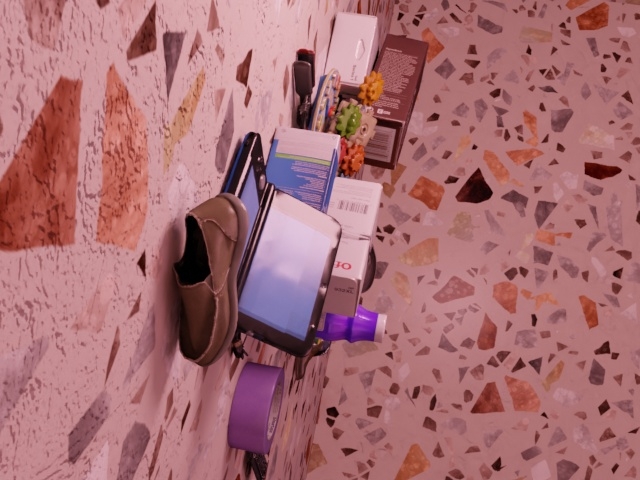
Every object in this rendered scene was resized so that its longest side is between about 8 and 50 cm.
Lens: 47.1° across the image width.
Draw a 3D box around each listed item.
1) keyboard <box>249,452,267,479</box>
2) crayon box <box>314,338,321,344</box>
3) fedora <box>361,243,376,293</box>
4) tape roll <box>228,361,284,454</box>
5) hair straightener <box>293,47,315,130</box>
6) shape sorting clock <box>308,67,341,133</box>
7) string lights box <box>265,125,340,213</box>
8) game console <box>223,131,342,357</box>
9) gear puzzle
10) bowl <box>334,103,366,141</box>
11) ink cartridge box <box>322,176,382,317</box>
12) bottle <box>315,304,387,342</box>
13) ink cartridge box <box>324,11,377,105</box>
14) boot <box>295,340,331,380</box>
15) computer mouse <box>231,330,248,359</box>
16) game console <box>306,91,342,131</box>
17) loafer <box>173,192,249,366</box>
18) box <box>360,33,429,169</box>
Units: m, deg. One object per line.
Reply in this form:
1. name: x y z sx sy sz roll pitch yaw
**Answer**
1. keyboard: -0.154 0.538 1.844 0.180 0.023 0.108 85 2 -50
2. crayon box: 0.024 0.066 2.097 0.313 0.106 0.362 -51 156 -68
3. fedora: 0.053 0.063 2.348 0.124 0.244 0.275 -25 133 -46
4. tape roll: -0.137 0.364 1.601 0.189 0.080 0.188 10 90 -83
5. hair straightener: -0.044 -0.307 1.628 0.230 0.047 0.089 98 6 -52
6. shape sorting clock: 0.014 -0.302 1.733 0.206 0.040 0.206 12 90 -81
7. string lights box: -0.049 -0.092 1.459 0.076 0.133 0.259 85 17 -66
8. game console: -0.071 0.008 1.239 0.250 0.174 0.293 89 14 -58
9. gear puzzle: 0.082 -0.244 1.776 0.175 0.044 0.338 16 100 -54
10. bowl: 0.060 -0.277 1.894 0.170 0.080 0.170 13 90 -79
11. ink cartridge box: 0.000 0.000 1.614 0.307 0.223 0.129 -73 171 -45
12. bottle: 0.010 0.178 1.696 0.118 0.283 0.092 -54 153 -72
13. ink cartridge box: 0.094 -0.507 2.116 0.278 0.117 0.201 41 60 -82
14. boot: -0.020 0.366 2.447 0.082 0.106 0.219 84 17 -65
15. computer mouse: -0.139 0.129 1.431 0.106 0.042 0.193 76 30 -63
16. game console: -0.017 -0.188 1.976 0.342 0.060 0.386 -64 162 -47
17. loafer: -0.166 0.057 0.996 0.087 0.094 0.251 -9 114 -47
18. box: 0.204 -0.404 2.126 0.191 0.143 0.381 95 10 -51
